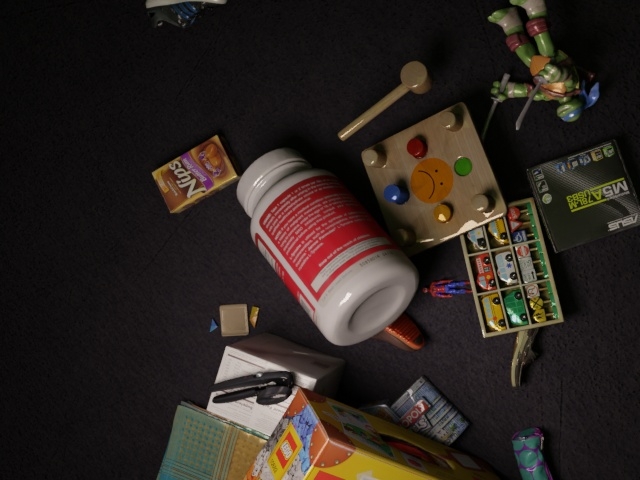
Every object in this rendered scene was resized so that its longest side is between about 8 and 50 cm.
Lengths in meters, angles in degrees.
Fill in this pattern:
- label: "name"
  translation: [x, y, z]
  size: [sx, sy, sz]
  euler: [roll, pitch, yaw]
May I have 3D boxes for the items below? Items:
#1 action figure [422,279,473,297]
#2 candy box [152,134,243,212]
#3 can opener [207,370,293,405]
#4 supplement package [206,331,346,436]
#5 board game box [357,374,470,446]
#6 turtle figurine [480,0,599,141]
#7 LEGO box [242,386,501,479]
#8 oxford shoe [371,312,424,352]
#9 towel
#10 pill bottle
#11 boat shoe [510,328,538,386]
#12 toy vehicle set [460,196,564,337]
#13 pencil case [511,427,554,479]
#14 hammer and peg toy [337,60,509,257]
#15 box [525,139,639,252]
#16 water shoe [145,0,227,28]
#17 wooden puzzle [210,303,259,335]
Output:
- label: "action figure"
  translation: [0.277, 0.103, 1.833]
  size: [0.115, 0.030, 0.038]
  euler: [-5, 94, 17]
- label: "candy box"
  translation: [-0.284, -0.152, 1.970]
  size: [0.187, 0.053, 0.109]
  euler: [-28, 84, 15]
- label: "can opener"
  translation: [-0.137, 0.286, 1.660]
  size: [0.186, 0.073, 0.059]
  euler: [-7, 97, 23]
- label: "supplement package"
  translation: [-0.085, 0.307, 1.811]
  size: [0.204, 0.262, 0.145]
  euler: [19, 96, 14]
- label: "board game box"
  translation: [0.186, 0.395, 1.843]
  size: [0.194, 0.060, 0.194]
  euler: [44, 101, 10]
- label: "turtle figurine"
  translation: [0.403, -0.345, 1.705]
  size: [0.275, 0.198, 0.266]
  euler: [-20, 87, 11]
- label: "LEGO box"
  translation: [0.091, 0.559, 1.669]
  size: [0.500, 0.193, 0.372]
  euler: [26, 100, -26]
- label: "oxford shoe"
  translation: [0.100, 0.178, 1.859]
  size: [0.271, 0.097, 0.098]
  euler: [31, 116, 19]
- label: "towel"
  translation: [-0.194, 0.557, 1.962]
  size: [0.370, 0.040, 0.271]
  euler: [19, 97, 12]
- label: "pill bottle"
  translation: [0.000, 0.000, 1.766]
  size: [0.229, 0.229, 0.407]
  euler: [-45, 60, 11]
- label: "boat shoe"
  translation: [0.429, 0.234, 1.777]
  size: [0.049, 0.056, 0.152]
  euler: [9, 93, 20]
- label: "toy vehicle set"
  translation: [0.393, 0.057, 1.772]
  size: [0.166, 0.035, 0.266]
  euler: [-15, 77, 15]
- label: "pencil case"
  translation: [0.449, 0.471, 1.770]
  size: [0.070, 0.064, 0.151]
  euler: [-20, 86, 40]
- label: "hammer and peg toy"
  translation: [0.210, -0.169, 1.778]
  size: [0.266, 0.127, 0.361]
  euler: [-26, 77, 25]
- label: "box"
  translation: [0.540, -0.089, 1.743]
  size: [0.191, 0.045, 0.184]
  euler: [-18, 84, 9]
- label: "water shoe"
  translation: [-0.304, -0.533, 1.972]
  size: [0.203, 0.073, 0.080]
  euler: [2, 113, 19]
- label: "wooden puzzle"
  translation: [-0.198, 0.184, 1.971]
  size: [0.116, 0.014, 0.078]
  euler: [2, 87, 15]
